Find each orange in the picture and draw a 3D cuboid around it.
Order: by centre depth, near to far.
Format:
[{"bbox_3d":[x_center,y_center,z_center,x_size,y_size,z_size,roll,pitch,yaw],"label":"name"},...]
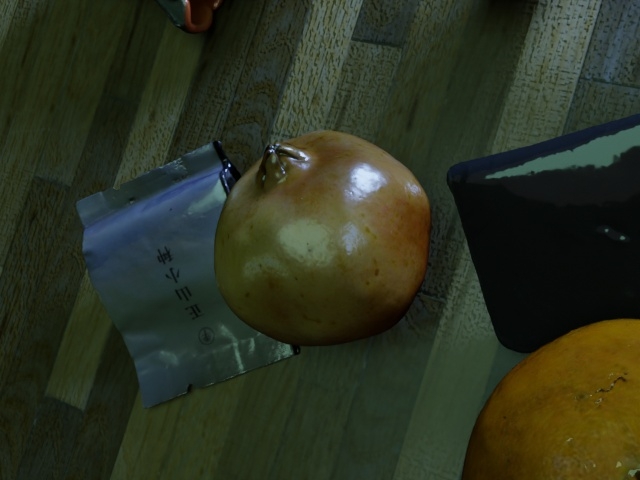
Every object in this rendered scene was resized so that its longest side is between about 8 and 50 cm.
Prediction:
[{"bbox_3d":[0.247,0.196,0.560,0.284,0.226,0.284,-8,67,19],"label":"orange"}]

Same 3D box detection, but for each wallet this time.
[{"bbox_3d":[0.304,-0.019,0.618,0.377,0.051,0.197,-15,99,26],"label":"wallet"}]

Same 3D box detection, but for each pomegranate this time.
[{"bbox_3d":[0.004,0.003,0.703,0.209,0.209,0.209,-4,79,20],"label":"pomegranate"}]

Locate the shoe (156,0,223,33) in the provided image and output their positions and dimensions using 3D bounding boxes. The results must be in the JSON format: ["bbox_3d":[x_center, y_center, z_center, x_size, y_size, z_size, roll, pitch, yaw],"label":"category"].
[{"bbox_3d":[-0.176,-0.325,0.881,0.336,0.132,0.171,-1,89,18],"label":"shoe"}]

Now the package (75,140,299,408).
[{"bbox_3d":[-0.150,0.038,0.839,0.204,0.062,0.251,-21,87,16],"label":"package"}]
